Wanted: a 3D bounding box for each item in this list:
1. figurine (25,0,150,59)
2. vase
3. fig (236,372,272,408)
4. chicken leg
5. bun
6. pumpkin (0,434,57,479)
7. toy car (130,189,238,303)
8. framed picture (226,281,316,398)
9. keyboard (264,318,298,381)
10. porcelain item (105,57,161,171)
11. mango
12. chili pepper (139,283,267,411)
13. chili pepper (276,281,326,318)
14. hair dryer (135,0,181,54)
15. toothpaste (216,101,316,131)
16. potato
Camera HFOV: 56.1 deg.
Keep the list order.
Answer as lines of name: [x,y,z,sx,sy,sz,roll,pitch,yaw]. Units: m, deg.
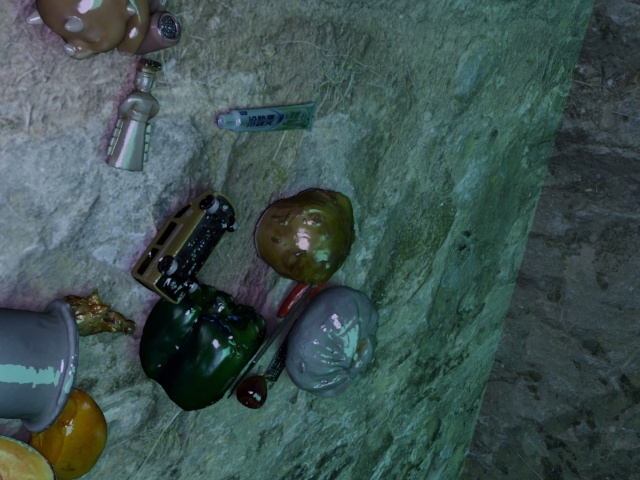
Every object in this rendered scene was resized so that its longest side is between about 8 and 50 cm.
figurine: [-0.355,-0.414,0.955,0.247,0.177,0.173,-52,159,5]
vase: [-0.601,0.204,1.018,0.291,0.245,0.245,15,100,-42]
fig: [-0.181,0.411,1.696,0.125,0.088,0.089,-59,149,-47]
chicken leg: [-0.456,0.158,1.243,0.101,0.085,0.207,-51,150,6]
bun: [0.055,0.312,1.785,0.354,0.194,0.355,-30,133,-38]
pumpkin: [-0.690,0.465,1.152,0.312,0.148,0.169,10,69,-42]
toy car: [-0.293,0.004,1.304,0.257,0.124,0.101,-59,142,-19]
framed picture: [-0.130,0.260,1.517,0.255,0.014,0.339,-51,177,-33]
keyboard: [-0.101,0.326,1.775,0.063,0.010,0.198,32,87,-49]
porcelain item: [-0.354,-0.241,1.148,0.084,0.054,0.213,0,111,-50]
mango: [-0.533,0.422,1.274,0.154,0.126,0.252,-34,143,-44]
chili pepper: [-0.270,0.243,1.379,0.257,0.248,0.233,-56,153,8]
chili pepper: [-0.026,0.120,1.700,0.272,0.063,0.071,-47,155,-14]
hair dryer: [-0.293,-0.429,1.085,0.064,0.117,0.182,21,75,-49]
toothpaste: [-0.114,-0.282,1.395,0.296,0.048,0.075,-15,122,-45]
potato: [0.000,0.000,1.562,0.299,0.196,0.247,-22,128,-40]
